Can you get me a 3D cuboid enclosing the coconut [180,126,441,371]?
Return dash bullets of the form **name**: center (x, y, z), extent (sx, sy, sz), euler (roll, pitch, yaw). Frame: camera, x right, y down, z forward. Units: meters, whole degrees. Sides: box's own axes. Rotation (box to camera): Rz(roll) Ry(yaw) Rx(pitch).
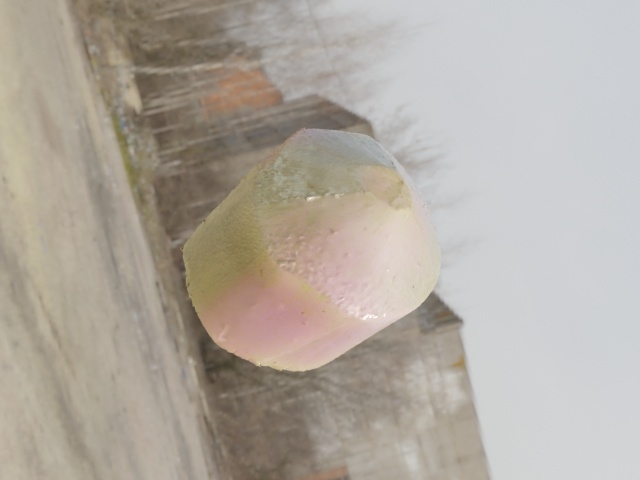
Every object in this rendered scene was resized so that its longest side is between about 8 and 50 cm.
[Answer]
- **coconut**: center (0.000, 0.000, 1.070), extent (0.245, 0.233, 0.233), euler (-37, -119, 40)
